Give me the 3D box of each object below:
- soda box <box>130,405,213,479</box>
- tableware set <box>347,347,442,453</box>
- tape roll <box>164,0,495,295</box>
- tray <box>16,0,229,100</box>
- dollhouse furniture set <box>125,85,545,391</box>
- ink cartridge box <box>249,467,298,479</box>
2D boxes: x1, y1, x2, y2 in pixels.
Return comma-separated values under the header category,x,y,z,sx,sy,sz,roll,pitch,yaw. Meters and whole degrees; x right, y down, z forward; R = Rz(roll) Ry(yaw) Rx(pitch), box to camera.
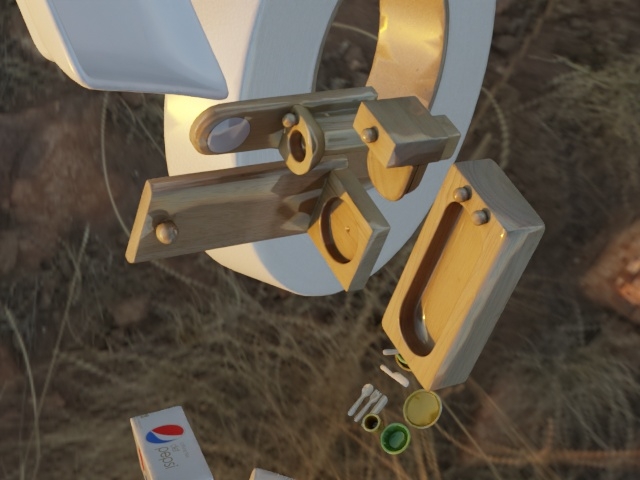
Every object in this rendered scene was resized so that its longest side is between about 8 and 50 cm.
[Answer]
category,x,y,z,sx,sy,sz,roll,pitch,yaw
soda box,-0.174,0.277,1.775,0.069,0.216,0.073,-14,110,-12
tableware set,0.104,0.170,1.734,0.154,0.104,0.024,-51,147,-4
tape roll,0.023,-0.147,1.199,0.392,0.072,0.392,-35,135,-45
tray,-0.132,-0.183,0.680,0.030,0.145,0.270,-26,83,22
dollhouse furniture set,0.000,0.000,0.747,0.123,0.151,0.144,-10,139,-31
ink cartridge box,-0.051,0.351,1.260,0.115,0.198,0.272,20,92,-3
